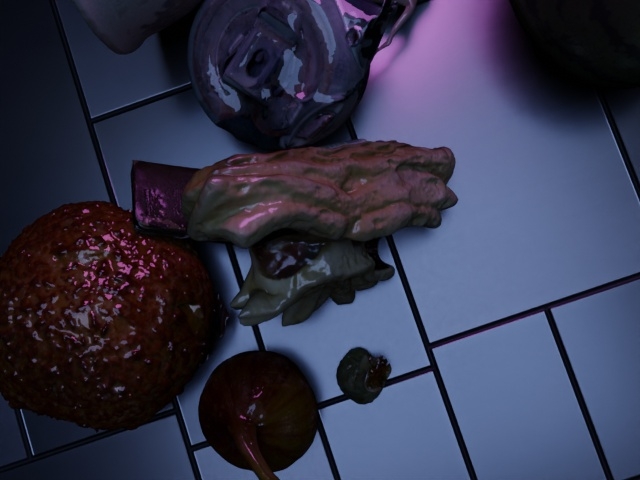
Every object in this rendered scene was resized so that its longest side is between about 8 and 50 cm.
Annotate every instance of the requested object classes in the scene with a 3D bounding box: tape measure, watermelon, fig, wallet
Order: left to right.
[{"bbox_3d":[-0.153,-0.052,1.028,0.232,0.031,0.122,7,57,-28],"label":"wallet"},{"bbox_3d":[-0.092,0.240,0.979,0.175,0.207,0.175,0,92,12],"label":"fig"},{"bbox_3d":[-0.057,-0.264,1.016,0.256,0.147,0.275,32,112,11],"label":"tape measure"},{"bbox_3d":[0.386,-0.380,0.966,0.278,0.279,0.360,-23,84,2],"label":"watermelon"}]

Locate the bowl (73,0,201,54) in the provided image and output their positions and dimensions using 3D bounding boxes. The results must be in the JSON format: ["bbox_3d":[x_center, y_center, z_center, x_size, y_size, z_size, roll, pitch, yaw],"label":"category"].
[{"bbox_3d":[-0.205,-0.475,0.940,0.195,0.435,0.435,-6,84,5],"label":"bowl"}]

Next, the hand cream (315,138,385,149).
[{"bbox_3d":[-0.030,-0.099,1.043,0.275,0.059,0.095,-13,50,-16],"label":"hand cream"}]

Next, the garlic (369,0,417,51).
[{"bbox_3d":[0.038,-0.477,1.029,0.246,0.231,0.340,-42,77,-3],"label":"garlic"}]

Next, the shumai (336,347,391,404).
[{"bbox_3d":[0.061,0.199,1.035,0.082,0.080,0.083,2,87,6],"label":"shumai"}]

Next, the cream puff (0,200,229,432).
[{"bbox_3d":[-0.317,0.104,1.001,0.350,0.229,0.351,-1,82,6],"label":"cream puff"}]

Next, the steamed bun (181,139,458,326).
[{"bbox_3d":[0.000,0.000,0.959,0.247,0.427,0.189,-28,75,46],"label":"steamed bun"}]
